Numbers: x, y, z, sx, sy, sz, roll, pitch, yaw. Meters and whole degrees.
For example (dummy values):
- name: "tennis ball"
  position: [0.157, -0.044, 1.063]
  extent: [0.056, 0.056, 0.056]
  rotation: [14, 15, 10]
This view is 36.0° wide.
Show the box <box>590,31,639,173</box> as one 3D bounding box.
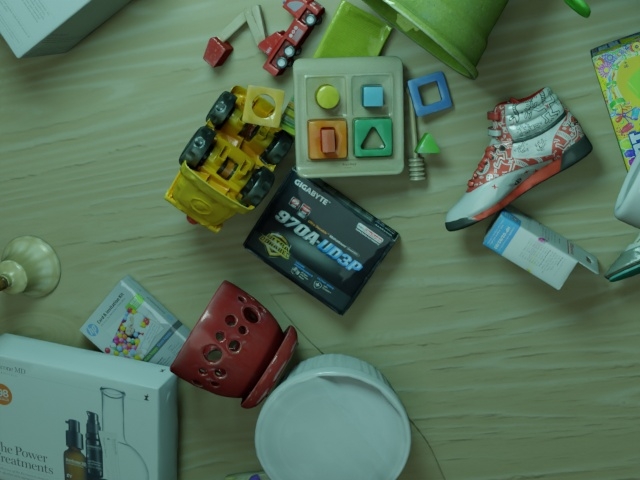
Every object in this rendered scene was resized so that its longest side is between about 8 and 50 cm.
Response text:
- name: "box"
  position: [0.582, -0.191, 1.473]
  extent: [0.279, 0.177, 0.290]
  rotation: [-18, 100, 18]

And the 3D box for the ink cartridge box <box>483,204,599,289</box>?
- name: "ink cartridge box"
  position: [0.362, 0.017, 1.618]
  extent: [0.181, 0.104, 0.061]
  rotation: [31, 110, 4]

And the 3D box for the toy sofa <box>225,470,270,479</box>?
- name: "toy sofa"
  position: [-0.142, 0.553, 1.750]
  extent: [0.177, 0.362, 0.150]
  rotation: [-12, 101, 23]

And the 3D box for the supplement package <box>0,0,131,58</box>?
- name: "supplement package"
  position: [-0.406, -0.459, 1.639]
  extent: [0.293, 0.175, 0.177]
  rotation: [-32, 94, 19]

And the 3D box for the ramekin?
- name: "ramekin"
  position: [0.024, 0.326, 1.752]
  extent: [0.273, 0.127, 0.273]
  rotation: [1, 109, 2]

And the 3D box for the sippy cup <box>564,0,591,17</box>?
- name: "sippy cup"
  position: [0.488, -0.443, 1.384]
  extent: [0.224, 0.240, 0.305]
  rotation: [55, 133, 4]

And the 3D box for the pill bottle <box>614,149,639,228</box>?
- name: "pill bottle"
  position: [0.537, -0.046, 1.359]
  extent: [0.229, 0.131, 0.131]
  rotation: [24, 109, 8]

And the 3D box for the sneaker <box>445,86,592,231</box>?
- name: "sneaker"
  position: [0.290, -0.137, 1.605]
  extent: [0.270, 0.090, 0.145]
  rotation: [-33, 94, 16]

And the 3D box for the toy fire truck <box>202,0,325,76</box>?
- name: "toy fire truck"
  position: [-0.096, -0.350, 1.662]
  extent: [0.135, 0.047, 0.192]
  rotation: [37, 109, 3]

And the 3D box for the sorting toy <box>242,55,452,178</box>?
- name: "sorting toy"
  position: [0.047, -0.201, 1.606]
  extent: [0.348, 0.047, 0.196]
  rotation: [-3, 97, -5]

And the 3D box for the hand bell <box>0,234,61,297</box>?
- name: "hand bell"
  position: [-0.587, 0.082, 1.793]
  extent: [0.126, 0.242, 0.126]
  rotation: [4, 106, 13]

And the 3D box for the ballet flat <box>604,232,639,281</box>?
- name: "ballet flat"
  position: [0.557, 0.004, 1.598]
  extent: [0.213, 0.072, 0.068]
  rotation: [-21, 71, 17]

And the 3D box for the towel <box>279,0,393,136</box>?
- name: "towel"
  position: [0.025, -0.270, 1.636]
  extent: [0.102, 0.021, 0.237]
  rotation: [25, 101, -16]

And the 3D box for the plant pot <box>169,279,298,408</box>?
- name: "plant pot"
  position: [-0.149, 0.194, 1.749]
  extent: [0.174, 0.191, 0.191]
  rotation: [34, 110, -3]

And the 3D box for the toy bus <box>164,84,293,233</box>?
- name: "toy bus"
  position: [-0.169, -0.122, 1.685]
  extent: [0.149, 0.220, 0.211]
  rotation: [33, 143, -12]

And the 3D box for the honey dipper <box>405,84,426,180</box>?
- name: "honey dipper"
  position: [0.158, -0.181, 1.656]
  extent: [0.030, 0.030, 0.160]
  rotation: [-2, 102, 14]

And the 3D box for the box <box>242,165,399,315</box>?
- name: "box"
  position: [0.000, 0.000, 1.730]
  extent: [0.220, 0.051, 0.175]
  rotation: [36, 110, 3]

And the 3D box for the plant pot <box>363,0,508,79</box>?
- name: "plant pot"
  position: [0.201, -0.424, 1.477]
  extent: [0.276, 0.276, 0.254]
  rotation: [38, 98, 2]

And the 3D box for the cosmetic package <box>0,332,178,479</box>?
- name: "cosmetic package"
  position: [-0.461, 0.352, 1.893]
  extent: [0.377, 0.097, 0.284]
  rotation: [9, 109, 15]

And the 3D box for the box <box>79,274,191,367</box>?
- name: "box"
  position: [-0.343, 0.179, 1.869]
  extent: [0.186, 0.038, 0.145]
  rotation: [43, 110, 1]
